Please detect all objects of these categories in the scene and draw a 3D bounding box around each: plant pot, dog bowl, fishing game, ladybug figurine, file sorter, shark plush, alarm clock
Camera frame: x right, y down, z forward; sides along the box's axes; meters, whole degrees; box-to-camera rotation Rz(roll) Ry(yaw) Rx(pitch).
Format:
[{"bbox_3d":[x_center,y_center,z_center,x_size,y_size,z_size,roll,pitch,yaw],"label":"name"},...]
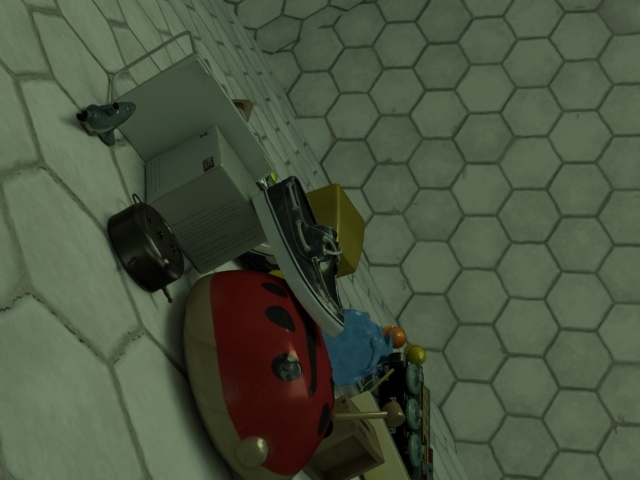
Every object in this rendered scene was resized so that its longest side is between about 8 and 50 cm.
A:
[{"bbox_3d":[0.000,0.000,2.368,0.212,0.212,0.187,52,26,-49],"label":"plant pot"},{"bbox_3d":[0.100,0.282,2.169,0.297,0.166,0.074,37,37,-71],"label":"dog bowl"},{"bbox_3d":[0.061,0.249,2.004,0.264,0.189,0.041,50,-17,-17],"label":"fishing game"},{"bbox_3d":[-0.083,0.191,1.313,0.305,0.162,0.449,58,9,-25],"label":"ladybug figurine"},{"bbox_3d":[-0.246,-0.225,1.604,0.277,0.193,0.173,56,8,-36],"label":"file sorter"},{"bbox_3d":[-0.347,-0.206,1.343,0.073,0.067,0.161,63,8,8],"label":"shark plush"},{"bbox_3d":[-0.258,-0.006,1.267,0.129,0.064,0.192,53,9,-47],"label":"alarm clock"}]

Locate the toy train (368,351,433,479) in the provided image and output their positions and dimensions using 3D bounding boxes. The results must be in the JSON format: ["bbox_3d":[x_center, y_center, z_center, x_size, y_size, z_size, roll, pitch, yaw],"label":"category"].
[{"bbox_3d":[0.204,0.448,2.082,0.190,0.142,0.333,47,38,-52],"label":"toy train"}]

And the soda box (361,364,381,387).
[{"bbox_3d":[0.169,0.426,2.394,0.216,0.069,0.074,65,9,24],"label":"soda box"}]

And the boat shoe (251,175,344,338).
[{"bbox_3d":[-0.014,0.018,1.400,0.108,0.102,0.301,47,14,-55],"label":"boat shoe"}]

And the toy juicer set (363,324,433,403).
[{"bbox_3d":[0.208,0.380,2.290,0.089,0.209,0.329,47,17,-53],"label":"toy juicer set"}]

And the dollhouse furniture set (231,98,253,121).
[{"bbox_3d":[-0.241,-0.287,1.992,0.123,0.144,0.151,47,53,-58],"label":"dollhouse furniture set"}]

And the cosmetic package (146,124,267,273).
[{"bbox_3d":[-0.199,-0.073,1.512,0.183,0.152,0.151,56,9,-34],"label":"cosmetic package"}]

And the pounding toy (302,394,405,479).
[{"bbox_3d":[0.048,0.327,1.509,0.181,0.206,0.094,54,11,-40],"label":"pounding toy"}]

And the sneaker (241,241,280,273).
[{"bbox_3d":[-0.121,0.019,1.850,0.321,0.127,0.126,16,38,-43],"label":"sneaker"}]

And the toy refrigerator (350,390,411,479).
[{"bbox_3d":[0.126,0.482,1.883,0.102,0.094,0.269,60,6,-64],"label":"toy refrigerator"}]

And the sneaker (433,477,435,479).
[{"bbox_3d":[0.291,0.703,2.172,0.290,0.106,0.123,51,20,-14],"label":"sneaker"}]

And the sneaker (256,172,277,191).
[{"bbox_3d":[-0.148,-0.093,2.059,0.343,0.134,0.146,55,12,22],"label":"sneaker"}]

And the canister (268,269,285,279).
[{"bbox_3d":[-0.071,0.123,1.775,0.170,0.073,0.126,18,89,-76],"label":"canister"}]
